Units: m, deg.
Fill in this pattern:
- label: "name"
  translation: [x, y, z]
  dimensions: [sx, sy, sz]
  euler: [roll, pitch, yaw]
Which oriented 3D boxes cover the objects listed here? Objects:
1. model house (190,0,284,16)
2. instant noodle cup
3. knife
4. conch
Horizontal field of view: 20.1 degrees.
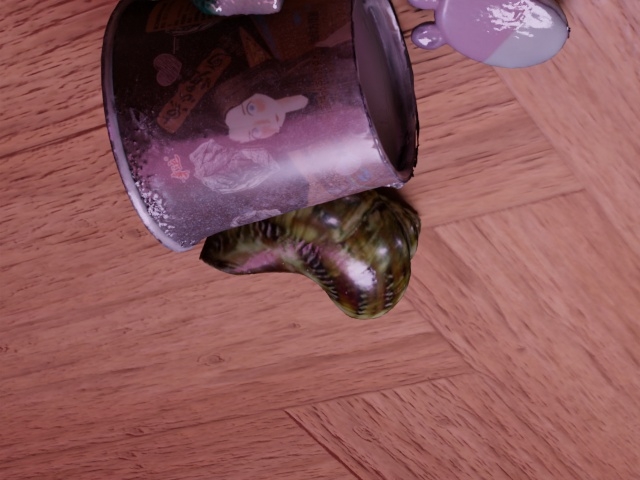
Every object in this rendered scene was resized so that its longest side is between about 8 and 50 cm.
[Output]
- label: "model house"
  translation: [-0.066, -0.238, 1.367]
  dimensions: [0.087, 0.101, 0.100]
  euler: [4, 144, 12]
- label: "instant noodle cup"
  translation: [-0.041, -0.112, 1.457]
  dimensions: [0.207, 0.217, 0.217]
  euler: [-11, 141, 18]
- label: "knife"
  translation: [0.130, -0.270, 1.327]
  dimensions: [0.132, 0.038, 0.399]
  euler: [4, 144, 5]
- label: "conch"
  translation: [0.001, -0.003, 1.674]
  dimensions: [0.181, 0.124, 0.187]
  euler: [23, 173, -35]
